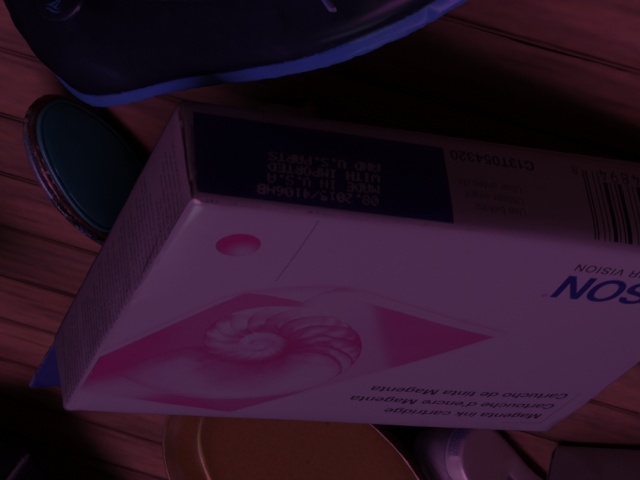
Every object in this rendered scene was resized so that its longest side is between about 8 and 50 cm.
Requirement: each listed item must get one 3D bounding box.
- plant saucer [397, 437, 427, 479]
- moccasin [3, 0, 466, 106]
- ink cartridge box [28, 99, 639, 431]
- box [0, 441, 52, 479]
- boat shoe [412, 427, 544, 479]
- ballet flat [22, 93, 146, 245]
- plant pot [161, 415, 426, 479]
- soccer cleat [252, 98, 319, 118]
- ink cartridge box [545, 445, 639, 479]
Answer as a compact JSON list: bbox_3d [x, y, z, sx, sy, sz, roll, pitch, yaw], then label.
[{"bbox_3d":[0.058,0.172,1.152,0.083,0.015,0.083,13,144,9],"label":"plant saucer"},{"bbox_3d":[-0.038,-0.143,0.683,0.342,0.137,0.117,-15,128,37],"label":"moccasin"},{"bbox_3d":[0.026,0.052,0.868,0.324,0.071,0.330,5,148,-22],"label":"ink cartridge box"},{"bbox_3d":[-0.335,0.336,1.332,0.293,0.212,0.395,13,147,32],"label":"box"},{"bbox_3d":[0.131,0.202,1.121,0.063,0.066,0.184,-1,144,46],"label":"boat shoe"},{"bbox_3d":[-0.129,-0.019,0.951,0.070,0.070,0.188,-16,128,39],"label":"ballet flat"},{"bbox_3d":[-0.012,0.188,1.138,0.236,0.032,0.236,17,129,22],"label":"plant pot"},{"bbox_3d":[0.000,0.000,0.900,0.068,0.076,0.196,-4,138,29],"label":"soccer cleat"},{"bbox_3d":[0.291,0.277,1.091,0.211,0.121,0.289,-1,139,26],"label":"ink cartridge box"}]
